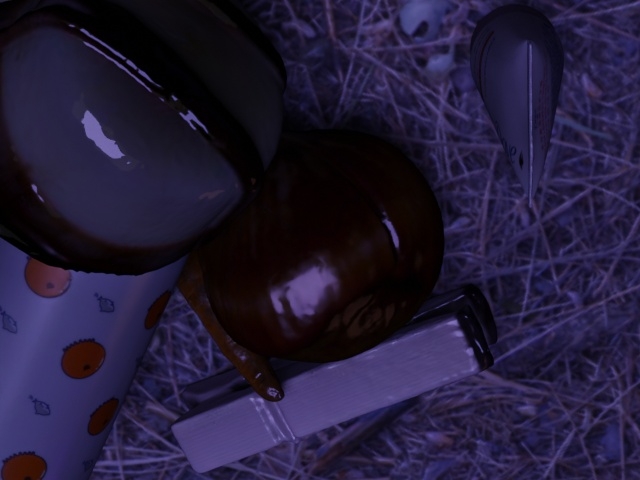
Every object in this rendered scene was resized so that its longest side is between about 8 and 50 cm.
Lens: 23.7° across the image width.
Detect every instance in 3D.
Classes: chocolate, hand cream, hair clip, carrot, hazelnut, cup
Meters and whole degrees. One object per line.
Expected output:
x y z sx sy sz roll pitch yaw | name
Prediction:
-0.158 -0.126 1.262 0.283 0.283 0.186 37 141 -9 | chocolate
0.170 -0.129 1.293 0.083 0.248 0.133 -3 110 6 | hand cream
0.012 0.133 1.503 0.331 0.101 0.085 -19 112 16 | hair clip
-0.093 0.080 1.477 0.047 0.047 0.191 -38 72 19 | carrot
0.000 0.000 1.398 0.229 0.229 0.229 2 112 6 | hazelnut
-0.256 0.060 1.439 0.212 0.212 0.317 26 112 -4 | cup

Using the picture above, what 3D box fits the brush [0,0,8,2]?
-0.404 -0.211 1.441 0.299 0.042 0.039 -5 78 8 | brush
